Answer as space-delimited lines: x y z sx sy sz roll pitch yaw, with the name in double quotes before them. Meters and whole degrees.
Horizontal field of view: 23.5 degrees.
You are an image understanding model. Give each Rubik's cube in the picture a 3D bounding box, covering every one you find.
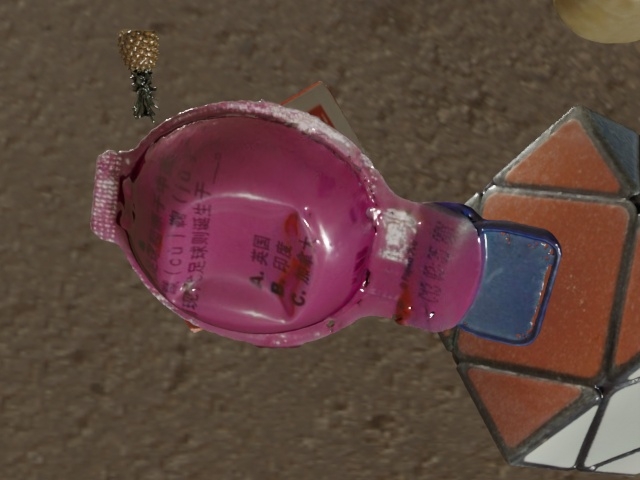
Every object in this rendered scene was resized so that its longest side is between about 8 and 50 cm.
"Rubik's cube" 0.229 0.048 1.229 0.207 0.205 0.205 -45 55 25

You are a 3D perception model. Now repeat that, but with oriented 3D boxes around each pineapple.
"pineapple" -0.239 -0.215 2.024 0.058 0.058 0.124 6 101 26

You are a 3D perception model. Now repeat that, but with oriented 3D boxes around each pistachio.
"pistachio" 0.320 -0.263 1.565 0.108 0.185 0.126 -144 48 -63

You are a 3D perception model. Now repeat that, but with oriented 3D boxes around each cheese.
"cheese" 0.000 0.000 0.801 0.244 0.062 0.155 12 126 4

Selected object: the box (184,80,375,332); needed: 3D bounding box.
"box" -0.053 -0.029 1.258 0.050 0.229 0.123 -26 96 53
